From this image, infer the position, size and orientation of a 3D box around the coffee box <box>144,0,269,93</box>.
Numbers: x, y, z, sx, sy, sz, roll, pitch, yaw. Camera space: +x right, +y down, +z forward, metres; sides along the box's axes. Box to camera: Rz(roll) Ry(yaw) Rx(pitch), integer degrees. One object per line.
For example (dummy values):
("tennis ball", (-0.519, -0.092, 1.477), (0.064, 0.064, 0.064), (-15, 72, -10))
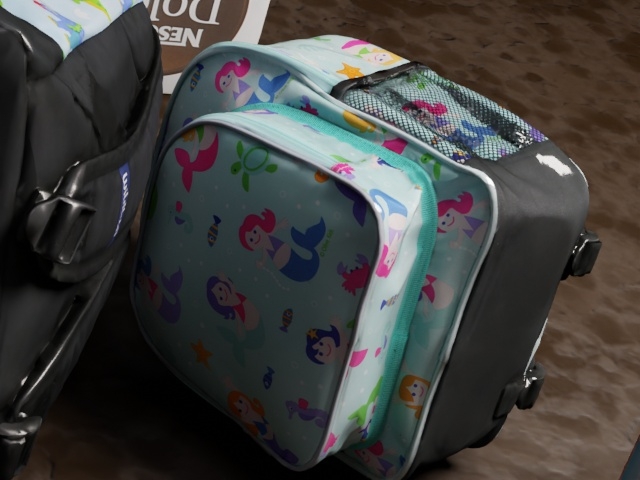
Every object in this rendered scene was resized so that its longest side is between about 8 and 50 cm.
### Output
("coffee box", (-0.213, -0.345, 1.251), (0.337, 0.334, 0.338), (3, 39, -21))

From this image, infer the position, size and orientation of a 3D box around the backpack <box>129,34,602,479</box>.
("backpack", (0.000, 0.000, 0.941), (0.191, 0.225, 0.253), (-10, 36, -42))

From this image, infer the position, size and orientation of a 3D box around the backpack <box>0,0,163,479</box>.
("backpack", (-0.199, -0.041, 0.873), (0.273, 0.290, 0.355), (18, 24, 11))

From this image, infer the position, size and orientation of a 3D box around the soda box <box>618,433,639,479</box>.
("soda box", (0.216, 0.117, 0.891), (0.063, 0.183, 0.058), (-8, 40, -35))
